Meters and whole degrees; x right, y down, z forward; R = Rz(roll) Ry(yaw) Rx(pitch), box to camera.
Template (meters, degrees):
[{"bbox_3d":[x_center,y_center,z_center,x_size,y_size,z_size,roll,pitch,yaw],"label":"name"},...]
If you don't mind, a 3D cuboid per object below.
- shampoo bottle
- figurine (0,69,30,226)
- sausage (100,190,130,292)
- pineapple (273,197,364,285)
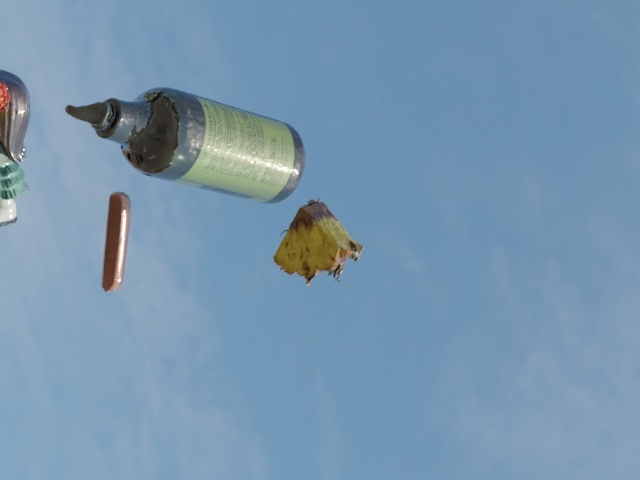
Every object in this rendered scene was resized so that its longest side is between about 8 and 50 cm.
[{"bbox_3d":[-0.144,-0.111,1.259,0.101,0.284,0.101,-9,-104,41],"label":"shampoo bottle"},{"bbox_3d":[-0.497,-0.144,1.752,0.138,0.110,0.245,-135,-137,-54],"label":"figurine"},{"bbox_3d":[-0.286,0.004,1.587,0.035,0.030,0.147,10,-76,13],"label":"sausage"},{"bbox_3d":[0.000,0.000,1.550,0.137,0.069,0.116,-5,-85,41],"label":"pineapple"}]
